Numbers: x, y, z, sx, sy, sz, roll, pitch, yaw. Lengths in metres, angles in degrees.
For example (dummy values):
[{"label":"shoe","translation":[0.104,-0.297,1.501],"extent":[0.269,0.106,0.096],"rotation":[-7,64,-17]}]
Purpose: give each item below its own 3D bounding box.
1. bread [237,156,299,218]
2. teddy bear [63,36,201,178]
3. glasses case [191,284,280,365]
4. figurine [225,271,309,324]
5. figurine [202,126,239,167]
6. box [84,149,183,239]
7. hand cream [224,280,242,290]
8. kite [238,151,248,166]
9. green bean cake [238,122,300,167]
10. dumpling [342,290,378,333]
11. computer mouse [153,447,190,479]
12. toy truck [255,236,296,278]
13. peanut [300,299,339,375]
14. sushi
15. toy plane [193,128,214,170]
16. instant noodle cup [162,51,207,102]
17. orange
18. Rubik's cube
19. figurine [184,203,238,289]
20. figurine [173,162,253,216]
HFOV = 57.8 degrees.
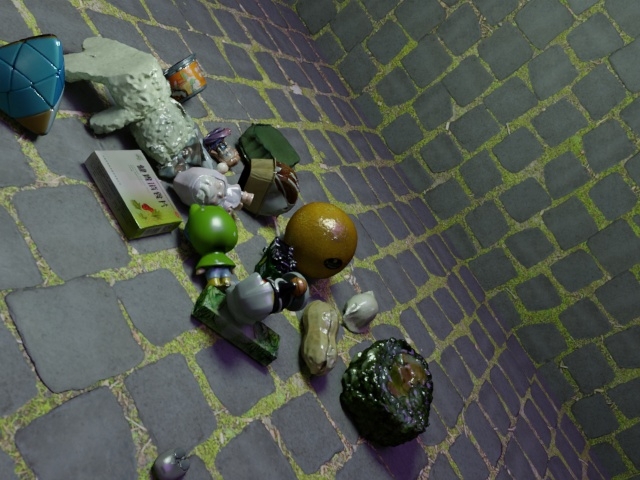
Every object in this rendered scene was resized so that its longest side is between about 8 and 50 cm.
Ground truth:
[{"label":"bread","translation":[-0.180,-0.188,2.047],"extent":[0.211,0.224,0.142],"rotation":[12,42,-22]},{"label":"teddy bear","translation":[-0.579,-0.396,1.801],"extent":[0.375,0.362,0.327],"rotation":[16,48,17]},{"label":"glasses case","translation":[-0.235,0.244,1.644],"extent":[0.272,0.062,0.095],"rotation":[41,28,-22]},{"label":"figurine","translation":[-0.144,0.154,1.614],"extent":[0.236,0.176,0.133],"rotation":[-5,70,-46]},{"label":"figurine","translation":[-0.358,-0.337,2.095],"extent":[0.126,0.114,0.157],"rotation":[-53,139,-30]},{"label":"box","translation":[-0.525,-0.136,1.637],"extent":[0.261,0.062,0.175],"rotation":[56,28,8]},{"label":"hand cream","translation":[-0.235,0.146,1.778],"extent":[0.170,0.043,0.065],"rotation":[-1,44,-54]},{"label":"kite","translation":[-0.283,-0.306,2.255],"extent":[0.159,0.010,0.190],"rotation":[26,37,-41]},{"label":"green bean cake","translation":[-0.208,-0.353,2.292],"extent":[0.223,0.125,0.227],"rotation":[54,23,1]},{"label":"dumpling","translation":[0.154,0.275,2.169],"extent":[0.111,0.181,0.155],"rotation":[33,-38,61]},{"label":"computer mouse","translation":[-0.319,0.486,1.260],"extent":[0.096,0.039,0.066],"rotation":[-6,63,-59]},{"label":"toy truck","translation":[-0.143,0.077,1.864],"extent":[0.088,0.121,0.259],"rotation":[36,10,-13]},{"label":"peanut","translation":[0.001,0.307,1.863],"extent":[0.130,0.130,0.290],"rotation":[37,34,-28]},{"label":"sushi","translation":[0.222,0.492,1.929],"extent":[0.294,0.178,0.352],"rotation":[46,32,-7]},{"label":"toy plane","translation":[-0.413,-0.300,1.968],"extent":[0.162,0.065,0.171],"rotation":[14,-54,67]},{"label":"instant noodle cup","translation":[-0.495,-0.579,2.101],"extent":[0.208,0.177,0.126],"rotation":[-47,117,-31]},{"label":"orange","translation":[0.000,0.000,2.063],"extent":[0.274,0.274,0.274],"rotation":[37,32,-28]},{"label":"Rubik's cube","translation":[-0.769,-0.383,1.474],"extent":[0.254,0.254,0.254],"rotation":[37,32,-28]},{"label":"figurine","translation":[-0.316,0.017,1.709],"extent":[0.162,0.143,0.263],"rotation":[0,68,-37]},{"label":"figurine","translation":[-0.341,-0.153,1.863],"extent":[0.133,0.200,0.276],"rotation":[21,3,39]}]
